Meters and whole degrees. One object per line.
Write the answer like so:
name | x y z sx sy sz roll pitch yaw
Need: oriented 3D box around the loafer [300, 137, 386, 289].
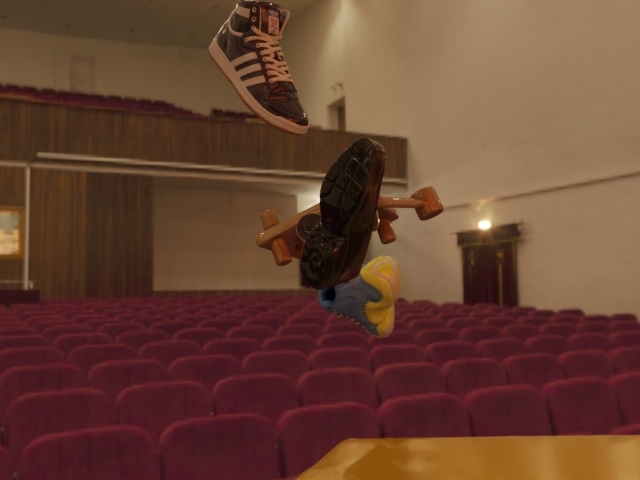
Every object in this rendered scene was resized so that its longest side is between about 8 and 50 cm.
loafer | 0.033 -0.027 0.733 0.061 0.170 0.062 -2 37 -37

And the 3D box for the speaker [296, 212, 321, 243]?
speaker | 0.000 0.000 1.291 0.055 0.055 0.136 -2 -21 15

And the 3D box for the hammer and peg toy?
hammer and peg toy | 0.062 -0.055 1.541 0.361 0.127 0.266 -27 -20 20

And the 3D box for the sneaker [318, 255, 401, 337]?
sneaker | 0.059 0.093 1.164 0.126 0.091 0.240 -1 -31 -1

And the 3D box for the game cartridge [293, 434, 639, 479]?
game cartridge | 0.055 0.175 0.330 0.285 0.053 0.323 -11 5 33

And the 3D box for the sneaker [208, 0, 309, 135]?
sneaker | -0.090 -0.328 1.295 0.099 0.282 0.153 -5 -41 -51
